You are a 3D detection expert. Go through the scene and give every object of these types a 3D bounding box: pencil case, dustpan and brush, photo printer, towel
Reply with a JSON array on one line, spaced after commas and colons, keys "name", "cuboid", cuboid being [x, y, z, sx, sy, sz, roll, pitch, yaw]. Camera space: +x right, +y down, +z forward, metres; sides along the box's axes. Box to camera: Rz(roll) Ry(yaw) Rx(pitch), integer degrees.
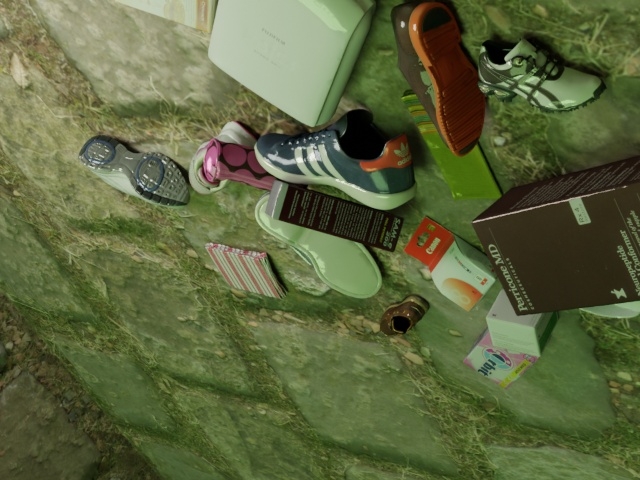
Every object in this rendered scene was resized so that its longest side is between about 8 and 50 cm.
[{"name": "pencil case", "cuboid": [-0.124, -0.132, 1.927, 0.209, 0.098, 0.095, 13, 136, -20]}, {"name": "dustpan and brush", "cuboid": [0.453, 0.080, 1.742, 0.211, 0.060, 0.147, 11, 140, 36]}, {"name": "photo printer", "cuboid": [-0.050, -0.355, 1.623, 0.256, 0.107, 0.307, 35, 149, 4]}, {"name": "towel", "cuboid": [-0.180, 0.071, 2.390, 0.197, 0.029, 0.144, 11, 141, 39]}, {"name": "towel", "cuboid": [0.226, -0.160, 1.689, 0.102, 0.021, 0.237, 3, 135, 44]}]

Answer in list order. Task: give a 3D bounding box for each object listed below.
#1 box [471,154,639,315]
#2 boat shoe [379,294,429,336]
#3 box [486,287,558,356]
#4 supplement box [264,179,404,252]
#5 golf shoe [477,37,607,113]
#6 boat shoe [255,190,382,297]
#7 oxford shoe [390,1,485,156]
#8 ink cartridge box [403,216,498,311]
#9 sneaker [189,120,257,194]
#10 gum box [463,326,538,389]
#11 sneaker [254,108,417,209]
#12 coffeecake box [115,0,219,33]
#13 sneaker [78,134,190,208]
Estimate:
[{"name": "box", "cuboid": [0.440, -0.011, 1.528, 0.381, 0.143, 0.191, -15, 106, 54]}, {"name": "boat shoe", "cuboid": [0.170, 0.175, 2.144, 0.064, 0.060, 0.178, 39, 149, -4]}, {"name": "box", "cuboid": [0.382, 0.147, 1.860, 0.102, 0.101, 0.087, 11, 140, 33]}, {"name": "supplement box", "cuboid": [0.024, -0.047, 1.857, 0.240, 0.073, 0.130, 15, -177, -10]}, {"name": "golf shoe", "cuboid": [0.316, -0.245, 1.438, 0.198, 0.077, 0.093, 13, 141, 32]}, {"name": "boat shoe", "cuboid": [0.000, 0.000, 2.083, 0.319, 0.116, 0.099, 37, -168, -12]}, {"name": "oxford shoe", "cuboid": [0.185, -0.257, 1.557, 0.098, 0.097, 0.271, 26, 145, 51]}, {"name": "ink cartridge box", "cuboid": [0.249, 0.048, 1.919, 0.179, 0.045, 0.145, 32, 148, 4]}, {"name": "sneaker", "cuboid": [-0.228, -0.153, 2.059, 0.103, 0.111, 0.252, 40, 149, -5]}, {"name": "gum box", "cuboid": [0.374, 0.224, 2.005, 0.107, 0.062, 0.188, 34, 148, 6]}, {"name": "sneaker", "cuboid": [0.023, -0.176, 1.791, 0.350, 0.131, 0.148, 18, 127, 32]}, {"name": "coffeecake box", "cuboid": [-0.257, -0.456, 1.692, 0.186, 0.068, 0.142, 20, 139, 9]}, {"name": "sneaker", "cuboid": [-0.417, -0.148, 2.287, 0.297, 0.111, 0.129, 28, 163, 22]}]
